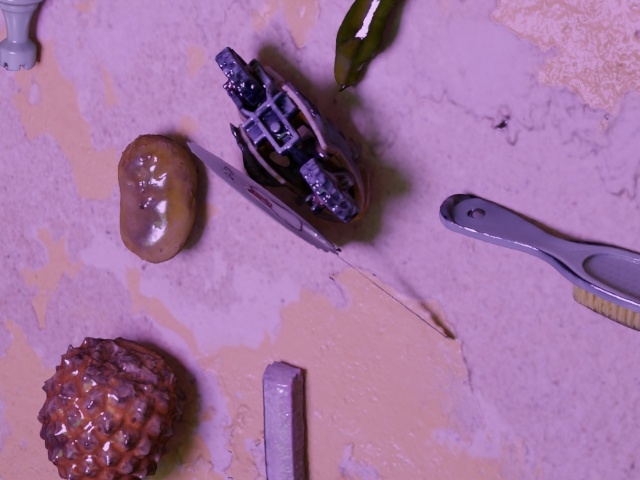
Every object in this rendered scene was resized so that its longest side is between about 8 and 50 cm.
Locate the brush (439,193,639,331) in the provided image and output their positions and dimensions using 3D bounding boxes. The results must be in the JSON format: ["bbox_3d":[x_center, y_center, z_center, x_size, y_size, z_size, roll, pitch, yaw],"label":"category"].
[{"bbox_3d":[0.238,0.031,1.576,0.297,0.068,0.060,24,136,31],"label":"brush"}]

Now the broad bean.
[{"bbox_3d":[0.059,-0.228,1.627,0.195,0.046,0.061,-46,74,31],"label":"broad bean"}]

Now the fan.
[{"bbox_3d":[0.000,-0.001,1.684,0.329,0.191,0.009,36,83,1],"label":"fan"}]

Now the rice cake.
[{"bbox_3d":[-0.037,0.231,1.816,0.047,0.036,0.207,1,103,21],"label":"rice cake"}]

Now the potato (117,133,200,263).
[{"bbox_3d":[-0.174,-0.047,1.811,0.091,0.070,0.138,12,110,25],"label":"potato"}]

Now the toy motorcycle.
[{"bbox_3d":[-0.025,-0.095,1.684,0.094,0.130,0.229,-42,63,10],"label":"toy motorcycle"}]

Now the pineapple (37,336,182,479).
[{"bbox_3d":[-0.239,0.205,1.871,0.166,0.166,0.193,32,117,23],"label":"pineapple"}]

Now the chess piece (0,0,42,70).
[{"bbox_3d":[-0.334,-0.242,1.874,0.067,0.067,0.103,23,123,27],"label":"chess piece"}]
